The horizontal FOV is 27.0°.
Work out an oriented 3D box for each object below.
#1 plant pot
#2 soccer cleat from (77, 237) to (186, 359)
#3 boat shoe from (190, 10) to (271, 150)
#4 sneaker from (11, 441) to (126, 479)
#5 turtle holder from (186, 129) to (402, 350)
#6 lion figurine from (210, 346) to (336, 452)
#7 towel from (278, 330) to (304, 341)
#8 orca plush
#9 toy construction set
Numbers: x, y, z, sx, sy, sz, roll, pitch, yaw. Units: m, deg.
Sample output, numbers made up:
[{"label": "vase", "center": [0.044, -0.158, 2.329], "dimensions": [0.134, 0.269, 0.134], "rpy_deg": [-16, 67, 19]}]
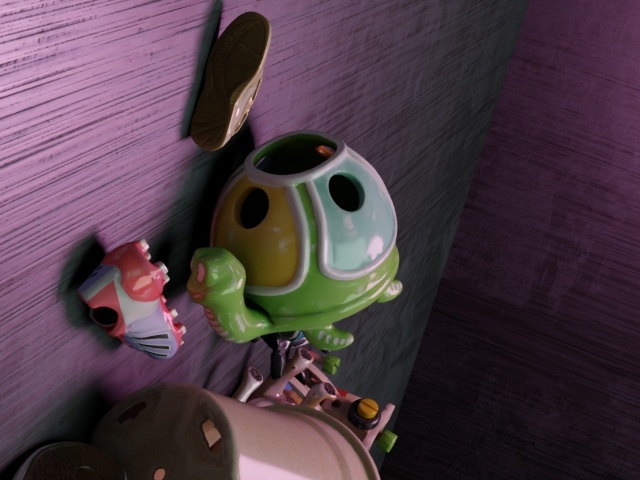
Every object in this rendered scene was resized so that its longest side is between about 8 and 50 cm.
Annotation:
[{"label": "plant pot", "center": [-0.130, 0.322, 1.659], "dimensions": [0.305, 0.334, 0.334], "rpy_deg": [43, 68, -54]}, {"label": "soccer cleat", "center": [-0.213, 0.080, 1.492], "dimensions": [0.095, 0.083, 0.248], "rpy_deg": [-33, 160, -16]}, {"label": "boat shoe", "center": [-0.100, -0.186, 1.540], "dimensions": [0.170, 0.063, 0.059], "rpy_deg": [-63, 171, 18]}, {"label": "sneaker", "center": [-0.313, 0.310, 1.417], "dimensions": [0.123, 0.106, 0.290], "rpy_deg": [-52, 173, 24]}, {"label": "turtle holder", "center": [-0.051, -0.003, 1.722], "dimensions": [0.320, 0.243, 0.227], "rpy_deg": [-18, 123, -20]}, {"label": "lion figurine", "center": [-0.114, 0.301, 2.078], "dimensions": [0.240, 0.142, 0.392], "rpy_deg": [-47, 160, 23]}, {"label": "towel", "center": [0.000, 0.000, 2.070], "dimensions": [0.370, 0.040, 0.271], "rpy_deg": [-18, 108, -74]}, {"label": "orca plush", "center": [-0.062, 0.148, 2.075], "dimensions": [0.102, 0.151, 0.287], "rpy_deg": [-35, -164, 17]}, {"label": "toy construction set", "center": [0.032, 0.332, 2.423], "dimensions": [0.309, 0.237, 0.257], "rpy_deg": [-37, 145, -66]}]
